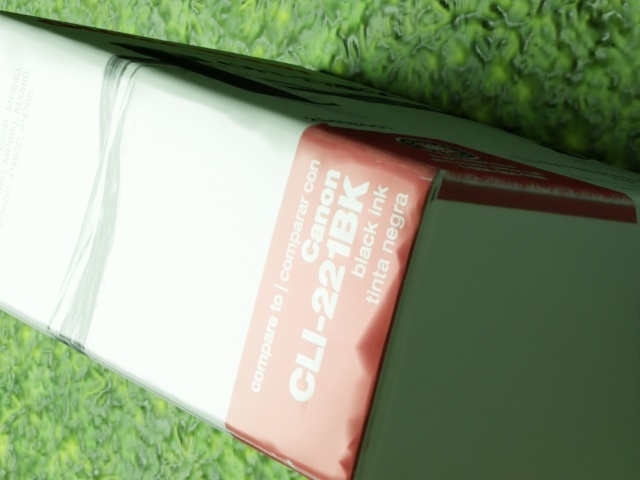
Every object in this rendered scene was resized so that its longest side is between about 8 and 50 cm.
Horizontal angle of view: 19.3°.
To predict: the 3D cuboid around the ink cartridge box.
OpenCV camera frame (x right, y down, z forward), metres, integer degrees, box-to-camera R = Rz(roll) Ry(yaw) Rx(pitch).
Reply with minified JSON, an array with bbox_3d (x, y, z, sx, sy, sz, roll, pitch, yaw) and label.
[{"bbox_3d":[0.000,0.000,0.733,0.273,0.197,0.114,21,101,44],"label":"ink cartridge box"}]
